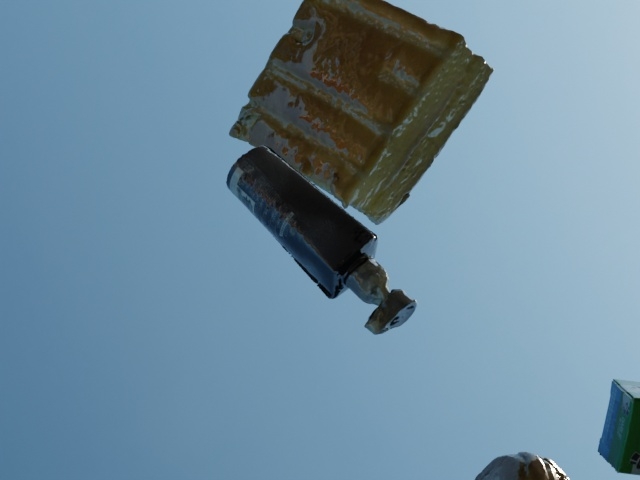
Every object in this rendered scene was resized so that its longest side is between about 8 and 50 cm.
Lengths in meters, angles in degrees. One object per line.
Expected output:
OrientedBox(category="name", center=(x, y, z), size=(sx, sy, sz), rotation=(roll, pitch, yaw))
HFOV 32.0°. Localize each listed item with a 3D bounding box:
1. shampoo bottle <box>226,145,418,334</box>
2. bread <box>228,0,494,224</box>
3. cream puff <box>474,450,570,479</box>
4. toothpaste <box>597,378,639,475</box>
OrientedBox(category="shampoo bottle", center=(0.000, 0.000, 0.964), size=(0.063, 0.057, 0.207), rotation=(-36, -119, -20))
OrientedBox(category="bread", center=(0.036, -0.170, 1.331), size=(0.246, 0.239, 0.111), rotation=(36, -178, 37))
OrientedBox(category="cream puff", center=(0.215, 0.287, 1.157), size=(0.103, 0.126, 0.144), rotation=(26, -171, -15))
OrientedBox(category="toothpaste", center=(0.358, 0.162, 0.884), size=(0.266, 0.050, 0.065), rotation=(8, -78, -7))
